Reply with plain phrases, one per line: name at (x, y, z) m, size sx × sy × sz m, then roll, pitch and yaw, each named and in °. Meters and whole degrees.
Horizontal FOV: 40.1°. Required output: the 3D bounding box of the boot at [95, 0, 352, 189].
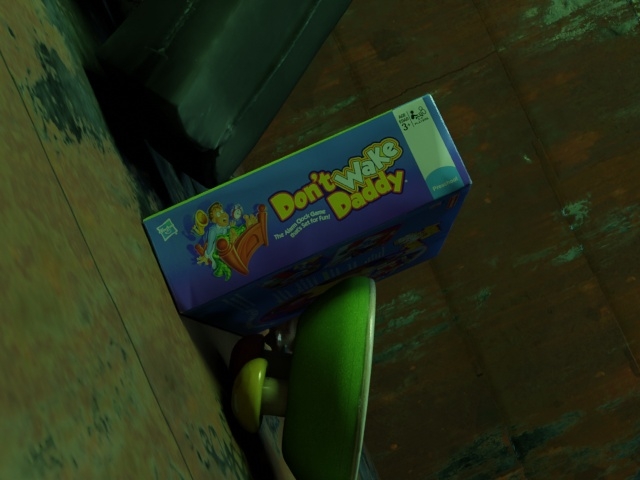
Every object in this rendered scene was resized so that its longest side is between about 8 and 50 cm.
boot at (0.002, -0.232, 0.876) m, size 0.146 × 0.445 × 0.367 m, roll 23°, pitch -15°, yaw 26°

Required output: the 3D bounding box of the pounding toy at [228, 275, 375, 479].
pounding toy at (-0.025, 0.138, 0.677) m, size 0.183 × 0.110 × 0.237 m, roll 95°, pitch 2°, yaw -66°

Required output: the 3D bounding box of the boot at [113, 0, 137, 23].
boot at (-0.234, -0.349, 1.168) m, size 0.262 × 0.095 × 0.203 m, roll -65°, pitch 131°, yaw -78°

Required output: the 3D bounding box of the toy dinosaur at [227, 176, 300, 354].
toy dinosaur at (-0.063, 0.015, 1.088) m, size 0.296 × 0.127 × 0.200 m, roll 61°, pitch 6°, yaw -2°

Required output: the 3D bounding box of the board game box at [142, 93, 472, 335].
board game box at (0.000, 0.000, 0.802) m, size 0.347 × 0.233 × 0.078 m, roll 72°, pitch -5°, yaw -80°

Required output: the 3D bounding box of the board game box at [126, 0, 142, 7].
board game box at (-0.198, -0.383, 0.881) m, size 0.291 × 0.141 × 0.232 m, roll -28°, pitch 94°, yaw -81°
